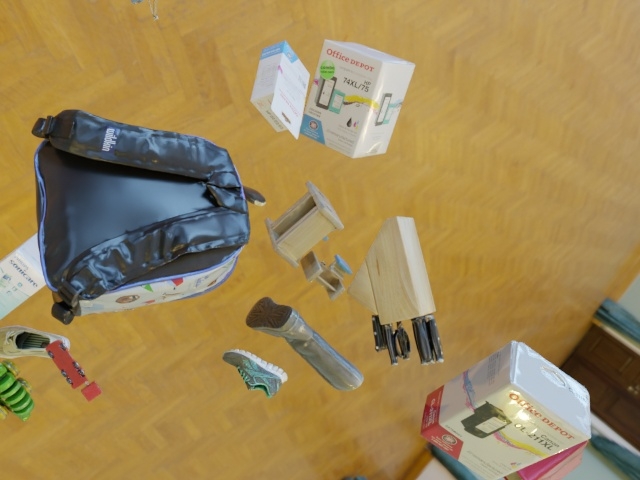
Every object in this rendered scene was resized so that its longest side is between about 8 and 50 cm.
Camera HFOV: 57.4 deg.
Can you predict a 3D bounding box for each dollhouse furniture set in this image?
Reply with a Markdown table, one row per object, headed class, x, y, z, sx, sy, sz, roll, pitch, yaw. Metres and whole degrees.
| class | x | y | z | sx | sy | sz | roll | pitch | yaw |
| --- | --- | --- | --- | --- | --- | --- | --- | --- | --- |
| dollhouse furniture set | 0.000 | 0.000 | 1.196 | 0.129 | 0.129 | 0.184 | -41 | 123 | 11 |

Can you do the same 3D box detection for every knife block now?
| class | x | y | z | sx | sy | sz | roll | pitch | yaw |
| --- | --- | --- | --- | --- | --- | --- | --- | --- | --- |
| knife block | 0.190 | 0.118 | 1.222 | 0.088 | 0.242 | 0.275 | 0 | 121 | -59 |

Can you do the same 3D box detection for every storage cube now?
| class | x | y | z | sx | sy | sz | roll | pitch | yaw |
| --- | --- | --- | --- | --- | --- | --- | --- | --- | --- |
| storage cube | 0.545 | 0.529 | 1.521 | 0.193 | 0.215 | 0.183 | -32 | 140 | -8 |

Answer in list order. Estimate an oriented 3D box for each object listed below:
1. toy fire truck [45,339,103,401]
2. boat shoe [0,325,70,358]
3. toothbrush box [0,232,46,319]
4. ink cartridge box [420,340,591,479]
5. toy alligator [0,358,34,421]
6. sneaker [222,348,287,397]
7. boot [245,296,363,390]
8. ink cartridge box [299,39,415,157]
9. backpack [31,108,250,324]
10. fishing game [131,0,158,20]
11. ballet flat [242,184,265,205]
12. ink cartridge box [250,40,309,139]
| class | x | y | z | sx | sy | sz | roll | pitch | yaw |
| --- | --- | --- | --- | --- | --- | --- | --- | --- | --- |
| toy fire truck | -0.685 | 0.362 | 1.627 | 0.047 | 0.192 | 0.135 | -35 | -179 | -19 |
| boat shoe | -0.952 | 0.318 | 1.867 | 0.094 | 0.303 | 0.109 | 67 | 26 | -60 |
| toothbrush box | -0.895 | 0.122 | 1.675 | 0.296 | 0.216 | 0.126 | -35 | 108 | 6 |
| ink cartridge box | 0.235 | 0.225 | 0.756 | 0.175 | 0.127 | 0.072 | -49 | -171 | 41 |
| toy alligator | -0.434 | 0.186 | 0.786 | 0.056 | 0.051 | 0.189 | -51 | 137 | -41 |
| sneaker | -0.165 | 0.319 | 1.398 | 0.065 | 0.167 | 0.076 | 109 | 6 | -54 |
| boot | -0.032 | 0.202 | 1.138 | 0.208 | 0.190 | 0.076 | 41 | 76 | -27 |
| ink cartridge box | 0.102 | -0.399 | 1.642 | 0.197 | 0.198 | 0.269 | -20 | 133 | -54 |
| backpack | -0.235 | -0.023 | 0.805 | 0.264 | 0.276 | 0.213 | -8 | 164 | -14 |
| fishing game | -0.381 | -0.578 | 1.187 | 0.041 | 0.264 | 0.189 | -23 | 153 | -31 |
| ballet flat | -0.235 | -0.141 | 1.817 | 0.058 | 0.173 | 0.049 | -12 | 123 | -51 |
| ink cartridge box | -0.082 | -0.297 | 1.184 | 0.104 | 0.062 | 0.181 | 45 | 45 | -48 |
